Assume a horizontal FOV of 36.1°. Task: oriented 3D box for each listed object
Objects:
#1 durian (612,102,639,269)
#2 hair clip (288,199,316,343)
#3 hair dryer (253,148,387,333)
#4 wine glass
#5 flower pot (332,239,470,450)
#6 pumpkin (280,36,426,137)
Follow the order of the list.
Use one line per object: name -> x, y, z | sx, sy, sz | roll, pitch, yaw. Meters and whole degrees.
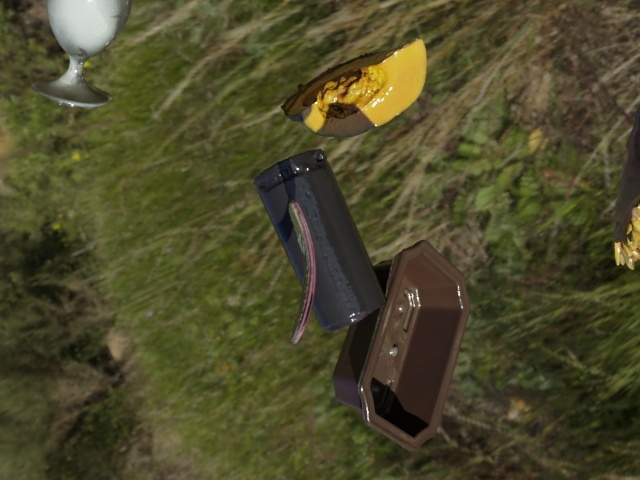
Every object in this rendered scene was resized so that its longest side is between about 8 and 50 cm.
durian -> 0.262, -0.067, 0.652 | 0.154, 0.260, 0.186 | 35, 163, -11
hair clip -> -0.019, 0.029, 0.928 | 0.054, 0.022, 0.137 | 120, 149, -73
hair dryer -> 0.000, 0.000, 1.190 | 0.251, 0.089, 0.197 | 174, 71, -88
wine glass -> -0.272, -0.271, 1.153 | 0.103, 0.103, 0.222 | 36, 118, 35
flower pot -> 0.097, 0.133, 1.271 | 0.084, 0.250, 0.179 | 0, 152, 41
pumpkin -> 0.071, -0.278, 1.814 | 0.111, 0.279, 0.163 | 55, -173, -26
